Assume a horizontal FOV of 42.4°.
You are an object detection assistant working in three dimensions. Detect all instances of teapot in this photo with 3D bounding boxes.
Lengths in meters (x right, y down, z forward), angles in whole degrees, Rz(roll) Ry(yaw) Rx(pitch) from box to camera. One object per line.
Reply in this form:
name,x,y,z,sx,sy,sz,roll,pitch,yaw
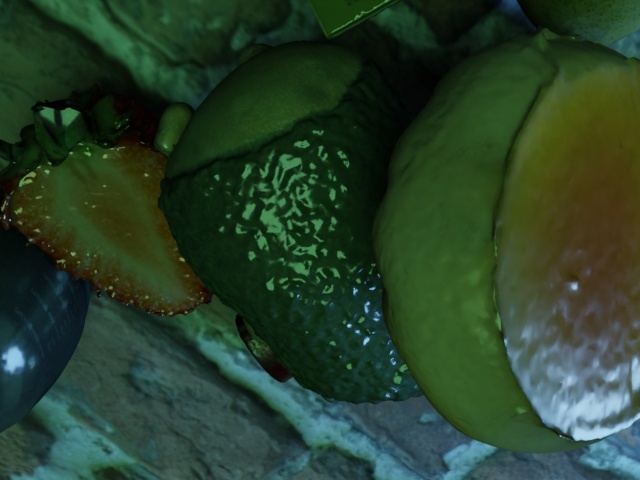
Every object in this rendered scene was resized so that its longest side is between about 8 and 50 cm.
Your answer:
teapot,-0.355,0.060,0.779,0.239,0.239,0.322,3,118,-8

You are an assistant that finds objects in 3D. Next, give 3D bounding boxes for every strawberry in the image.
strawberry,-0.200,-0.046,0.813,0.188,0.106,0.286,-23,133,6

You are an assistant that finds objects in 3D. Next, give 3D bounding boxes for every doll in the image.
doll,0.000,0.000,0.753,0.247,0.247,0.350,-27,114,10

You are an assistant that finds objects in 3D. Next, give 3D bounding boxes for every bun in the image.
bun,0.146,-0.002,0.614,0.298,0.164,0.299,-2,93,-42

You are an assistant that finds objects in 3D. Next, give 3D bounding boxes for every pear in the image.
pear,0.248,-0.244,0.703,0.167,0.167,0.137,-34,95,14

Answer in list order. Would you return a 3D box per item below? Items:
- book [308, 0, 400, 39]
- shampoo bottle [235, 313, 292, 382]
book,0.106,-0.347,0.643,0.352,0.035,0.239,-27,89,15
shampoo bottle,0.039,0.058,0.911,0.260,0.064,0.102,-32,115,13
